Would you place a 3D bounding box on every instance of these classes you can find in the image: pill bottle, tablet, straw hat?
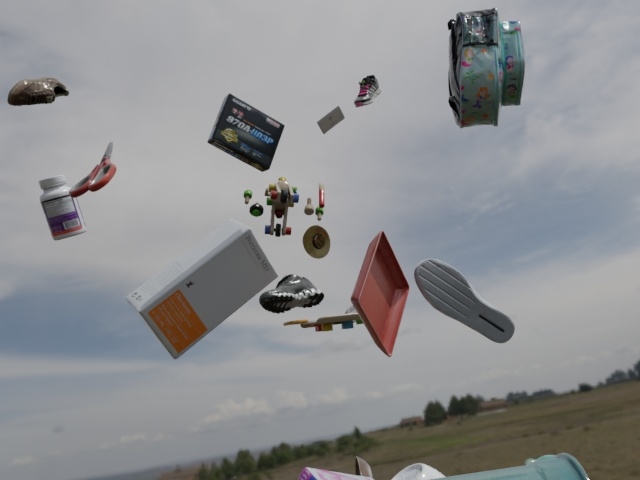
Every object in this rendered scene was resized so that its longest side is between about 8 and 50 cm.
[{"bbox_3d":[-0.821,-0.105,2.026,0.108,0.193,0.108,-15,9,2],"label":"pill bottle"},{"bbox_3d":[0.032,-0.359,1.911,0.083,0.006,0.054,-38,-43,-4],"label":"tablet"},{"bbox_3d":[0.000,0.000,2.649,0.144,0.144,0.061,-23,1,35],"label":"straw hat"}]

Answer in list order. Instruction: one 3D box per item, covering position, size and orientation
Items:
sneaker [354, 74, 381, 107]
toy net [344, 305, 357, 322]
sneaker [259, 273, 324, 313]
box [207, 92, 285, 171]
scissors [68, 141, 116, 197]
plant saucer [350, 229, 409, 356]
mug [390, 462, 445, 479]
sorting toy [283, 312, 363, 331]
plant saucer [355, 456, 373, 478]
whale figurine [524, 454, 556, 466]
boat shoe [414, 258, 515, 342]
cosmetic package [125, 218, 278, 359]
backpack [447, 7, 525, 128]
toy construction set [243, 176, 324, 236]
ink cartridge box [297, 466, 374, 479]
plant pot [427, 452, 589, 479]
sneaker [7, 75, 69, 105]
[{"bbox_3d":[0.149,-0.497,2.117,0.063,0.075,0.170,-4,32,33],"label":"sneaker"},{"bbox_3d":[0.157,0.228,2.263,0.232,0.045,0.122,-41,-58,21],"label":"toy net"},{"bbox_3d":[-0.099,0.148,1.852,0.234,0.106,0.078,-1,-46,-47],"label":"sneaker"},{"bbox_3d":[-0.243,-0.352,2.107,0.220,0.175,0.051,27,-20,-27],"label":"box"},{"bbox_3d":[-0.487,-0.179,1.469,0.109,0.297,0.021,-22,-62,17],"label":"scissors"},{"bbox_3d":[0.164,0.149,1.785,0.048,0.259,0.258,-4,-45,29],"label":"plant saucer"},{"bbox_3d":[0.381,0.974,2.199,0.276,0.328,0.374,-35,-1,12],"label":"mug"},{"bbox_3d":[0.042,0.282,2.162,0.348,0.047,0.196,-4,-11,-20],"label":"sorting toy"},{"bbox_3d":[0.164,0.923,2.258,0.050,0.310,0.310,-6,-17,-2],"label":"plant saucer"},{"bbox_3d":[0.589,0.685,1.774,0.272,0.216,0.141,-13,17,8],"label":"whale figurine"},{"bbox_3d":[0.386,0.175,1.792,0.121,0.335,0.119,-51,7,-5],"label":"boat shoe"},{"bbox_3d":[-0.395,0.158,2.172,0.453,0.230,0.161,-40,31,-19],"label":"cosmetic package"},{"bbox_3d":[0.395,-0.401,1.551,0.191,0.253,0.225,4,-26,13],"label":"backpack"},{"bbox_3d":[-0.127,-0.182,2.651,0.309,0.237,0.257,-10,-45,11],"label":"toy construction set"},{"bbox_3d":[0.070,0.746,1.839,0.330,0.071,0.324,17,-4,-22],"label":"ink cartridge box"},{"bbox_3d":[0.417,0.668,1.449,0.334,0.341,0.341,-3,-18,-2],"label":"plant pot"},{"bbox_3d":[-0.776,-0.409,1.770,0.071,0.188,0.066,28,-55,5],"label":"sneaker"}]
